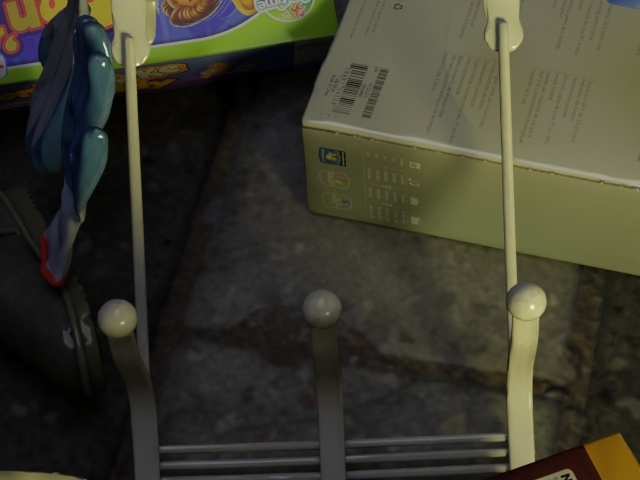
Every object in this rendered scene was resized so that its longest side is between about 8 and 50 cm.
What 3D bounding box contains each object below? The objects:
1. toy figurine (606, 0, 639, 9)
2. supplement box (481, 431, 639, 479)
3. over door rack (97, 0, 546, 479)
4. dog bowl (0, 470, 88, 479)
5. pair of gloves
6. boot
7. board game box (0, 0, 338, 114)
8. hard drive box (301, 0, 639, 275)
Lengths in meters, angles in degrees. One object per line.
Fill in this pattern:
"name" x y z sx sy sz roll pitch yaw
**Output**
"toy figurine" 0.237 -0.173 1.130 0.217 0.362 0.191 12 48 2
"supplement box" 0.078 0.220 0.948 0.194 0.191 0.129 -18 53 -10
"over door rack" 0.000 0.000 1.110 0.239 0.108 0.324 -2 80 1
"dog bowl" -0.228 0.229 0.880 0.349 0.349 0.102 -20 68 -12
"pair of gloves" -0.147 -0.080 1.157 0.023 0.159 0.198 7 34 -18
"boot" -0.246 0.057 1.172 0.208 0.076 0.189 -18 38 -19
"board game box" -0.176 -0.209 1.311 0.347 0.078 0.233 -9 81 -3
"hard drive box" 0.124 -0.089 1.254 0.232 0.089 0.181 12 54 13
